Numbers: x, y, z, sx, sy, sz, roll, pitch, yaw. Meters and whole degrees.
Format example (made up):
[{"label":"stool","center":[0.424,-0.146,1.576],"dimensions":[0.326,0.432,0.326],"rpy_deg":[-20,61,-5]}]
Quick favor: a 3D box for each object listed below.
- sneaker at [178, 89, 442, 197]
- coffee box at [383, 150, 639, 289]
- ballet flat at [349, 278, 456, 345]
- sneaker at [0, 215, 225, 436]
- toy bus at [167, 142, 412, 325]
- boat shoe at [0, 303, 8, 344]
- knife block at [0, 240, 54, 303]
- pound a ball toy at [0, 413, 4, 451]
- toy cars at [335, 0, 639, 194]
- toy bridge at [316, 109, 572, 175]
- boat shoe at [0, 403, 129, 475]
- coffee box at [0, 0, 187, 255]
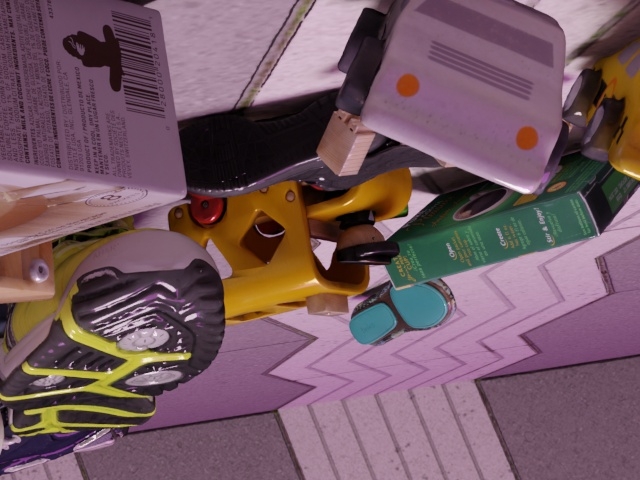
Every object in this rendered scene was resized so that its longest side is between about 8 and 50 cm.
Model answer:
[{"label":"sneaker","center":[-0.007,-0.053,0.957],"dimensions":[0.170,0.051,0.089],"rpy_deg":[-14,164,9]},{"label":"coffee box","center":[0.145,-0.020,1.170],"dimensions":[0.184,0.040,0.113],"rpy_deg":[-17,-165,36]},{"label":"ballet flat","center":[0.099,0.065,1.670],"dimensions":[0.070,0.070,0.188],"rpy_deg":[-2,169,-33]},{"label":"sneaker","center":[-0.166,0.043,1.082],"dimensions":[0.145,0.147,0.384],"rpy_deg":[-3,166,-20]},{"label":"toy bus","center":[-0.007,0.003,1.108],"dimensions":[0.190,0.104,0.202],"rpy_deg":[-6,169,-14]},{"label":"boat shoe","center":[-0.363,0.073,1.254],"dimensions":[0.254,0.079,0.095],"rpy_deg":[-6,167,-28]},{"label":"knife block","center":[-0.321,-0.002,0.866],"dimensions":[0.242,0.088,0.275],"rpy_deg":[-11,169,31]},{"label":"pound a ball toy","center":[-0.332,0.141,1.088],"dimensions":[0.135,0.208,0.319],"rpy_deg":[-42,145,22]},{"label":"toy cars","center":[0.136,-0.084,0.787],"dimensions":[0.176,0.087,0.393],"rpy_deg":[35,-161,35]},{"label":"toy bridge","center":[0.085,-0.074,0.918],"dimensions":[0.188,0.026,0.063],"rpy_deg":[-6,133,-39]},{"label":"boat shoe","center":[-0.424,0.241,2.013],"dimensions":[0.340,0.127,0.158],"rpy_deg":[-16,163,-6]},{"label":"coffee box","center":[-0.193,-0.058,0.658],"dimensions":[0.141,0.098,0.246],"rpy_deg":[-17,167,34]}]
